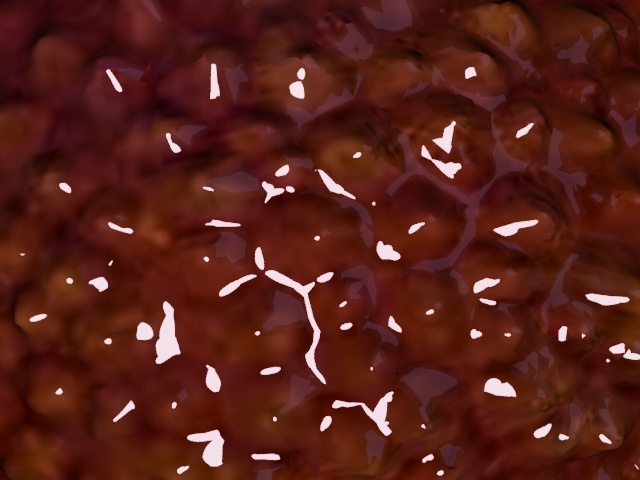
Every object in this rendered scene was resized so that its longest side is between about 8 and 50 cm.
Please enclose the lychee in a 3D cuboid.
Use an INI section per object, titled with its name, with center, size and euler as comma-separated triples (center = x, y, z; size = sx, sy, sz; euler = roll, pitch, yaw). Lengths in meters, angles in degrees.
[lychee]
center = 0.000, 0.000, 0.551
size = 0.330, 0.306, 0.306
euler = 3, 64, 5
